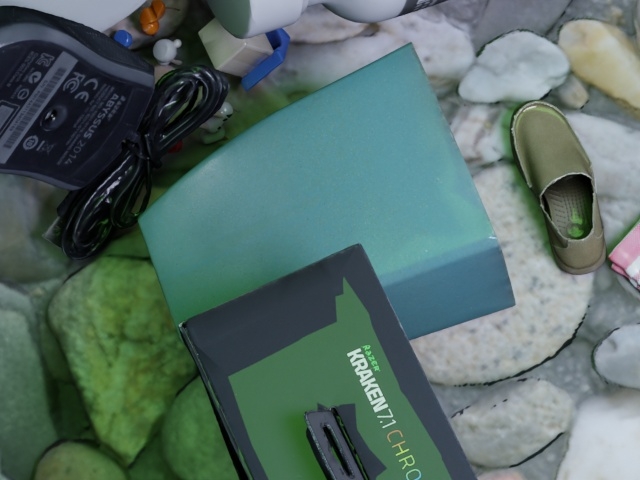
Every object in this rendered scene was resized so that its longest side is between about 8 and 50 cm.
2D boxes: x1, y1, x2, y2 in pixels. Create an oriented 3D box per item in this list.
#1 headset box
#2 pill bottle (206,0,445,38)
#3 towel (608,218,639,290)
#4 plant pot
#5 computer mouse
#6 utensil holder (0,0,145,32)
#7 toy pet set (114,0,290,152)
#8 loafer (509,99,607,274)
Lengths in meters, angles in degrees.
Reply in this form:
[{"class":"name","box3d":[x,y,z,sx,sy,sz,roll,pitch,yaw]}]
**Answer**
[{"class":"headset box","box3d":[0.024,0.168,1.217,0.131,0.283,0.246,-24,71,-6]},{"class":"pill bottle","box3d":[0.080,-0.286,1.398,0.363,0.210,0.210,-20,69,-15]},{"class":"towel","box3d":[0.336,0.022,1.392,0.197,0.029,0.144,39,77,15]},{"class":"plant pot","box3d":[0.000,0.000,1.353,0.234,0.165,0.165,-23,70,2]},{"class":"computer mouse","box3d":[-0.199,-0.096,1.326,0.188,0.272,0.072,-49,60,9]},{"class":"utensil holder","box3d":[-0.269,-0.363,1.319,0.328,0.327,0.385,-9,62,0]},{"class":"toy pet set","box3d":[-0.087,-0.142,1.472,0.114,0.065,0.122,-37,64,26]},{"class":"loafer","box3d":[0.186,-0.048,1.414,0.056,0.050,0.148,-18,70,-4]}]
